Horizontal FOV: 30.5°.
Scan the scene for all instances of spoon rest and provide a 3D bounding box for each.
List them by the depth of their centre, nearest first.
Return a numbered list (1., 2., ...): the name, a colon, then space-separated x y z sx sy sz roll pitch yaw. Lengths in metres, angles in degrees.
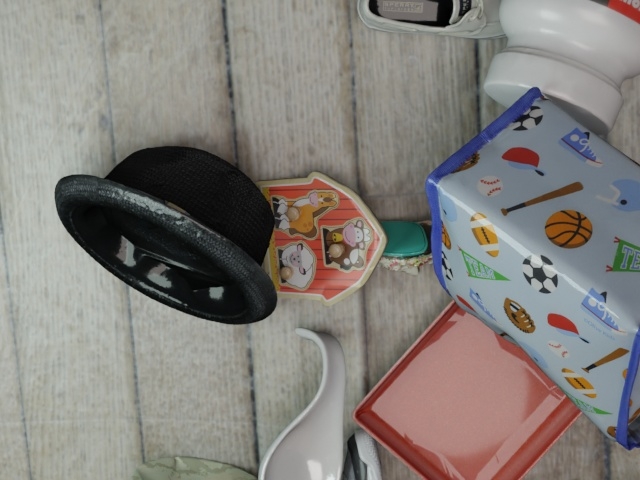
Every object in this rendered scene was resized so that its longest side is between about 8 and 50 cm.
1. spoon rest: -0.016 0.261 1.644 0.137 0.084 0.276 16 77 -35

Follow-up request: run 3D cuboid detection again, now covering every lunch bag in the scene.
1. lunch bag: 0.317 0.057 1.441 0.239 0.385 0.328 -38 58 -19

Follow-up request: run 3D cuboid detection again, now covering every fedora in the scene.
1. fedora: -0.185 -0.027 1.584 0.334 0.334 0.152 33 63 -7

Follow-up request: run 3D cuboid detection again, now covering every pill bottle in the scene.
1. pill bottle: 0.352 -0.332 1.489 0.210 0.210 0.363 21 86 -5

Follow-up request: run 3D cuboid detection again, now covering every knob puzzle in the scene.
1. knob puzzle: 0.000 0.000 1.630 0.213 0.030 0.213 6 105 25

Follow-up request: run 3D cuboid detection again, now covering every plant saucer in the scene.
1. plant saucer: 0.219 0.236 1.707 0.258 0.048 0.259 41 92 -8

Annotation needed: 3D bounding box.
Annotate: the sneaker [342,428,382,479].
1. sneaker: 0.016 0.407 1.716 0.153 0.101 0.269 0 99 1

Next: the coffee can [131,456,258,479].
1. coffee can: -0.193 0.476 1.674 0.201 0.201 0.275 10 100 -3

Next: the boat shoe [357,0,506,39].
1. boat shoe: 0.184 -0.322 1.584 0.267 0.088 0.096 3 101 -1

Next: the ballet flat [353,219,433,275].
1. ballet flat: 0.157 0.012 1.656 0.241 0.091 0.077 -7 130 5
